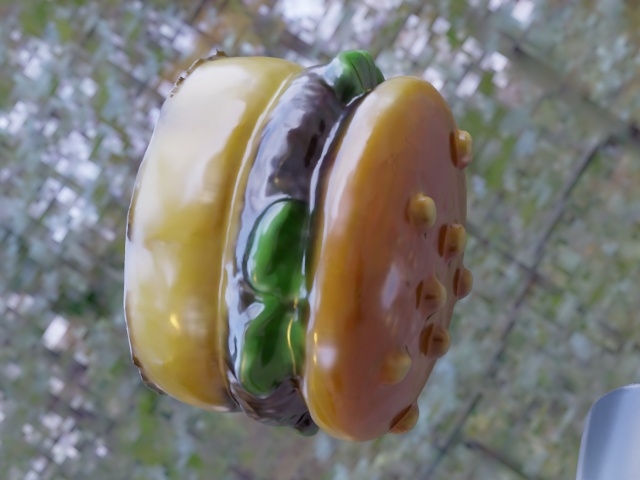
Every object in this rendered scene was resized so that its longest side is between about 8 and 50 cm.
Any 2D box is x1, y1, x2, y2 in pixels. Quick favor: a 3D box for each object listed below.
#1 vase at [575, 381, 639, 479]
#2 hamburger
[{"bbox_3d":[0.265,0.286,1.584,0.173,0.173,0.321,108,-176,-55],"label":"vase"},{"bbox_3d":[0.000,0.000,1.913,0.396,0.277,0.396,10,-90,-72],"label":"hamburger"}]
